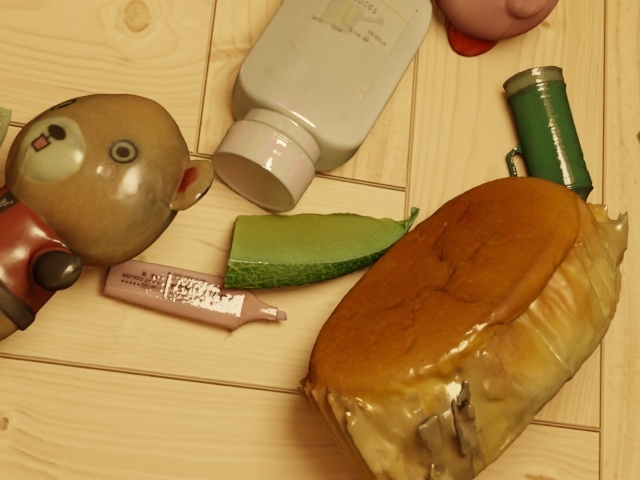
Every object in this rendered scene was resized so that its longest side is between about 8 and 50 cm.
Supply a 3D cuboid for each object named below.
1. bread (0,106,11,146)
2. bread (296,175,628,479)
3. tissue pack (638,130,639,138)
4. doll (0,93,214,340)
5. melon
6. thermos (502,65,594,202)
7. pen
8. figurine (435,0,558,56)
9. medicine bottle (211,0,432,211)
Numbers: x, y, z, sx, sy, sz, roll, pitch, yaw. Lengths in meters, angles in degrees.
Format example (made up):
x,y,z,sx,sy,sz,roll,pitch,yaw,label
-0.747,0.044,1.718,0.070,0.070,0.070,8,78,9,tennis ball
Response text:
x,y,z,sx,sy,sz,roll,pitch,yaw,label
-0.414,-0.099,1.123,0.193,0.036,0.112,11,93,-33,bread
0.145,0.086,1.154,0.388,0.236,0.183,-42,108,-34,bread
0.467,-0.086,1.333,0.082,0.120,0.169,-20,81,-21,tissue pack
-0.270,-0.017,1.095,0.330,0.174,0.235,-39,46,-16,doll
0.001,-0.001,1.225,0.261,0.053,0.114,-10,41,-27,melon
0.270,-0.106,1.312,0.083,0.073,0.188,-9,77,-18,thermos
-0.130,0.060,1.184,0.197,0.032,0.053,13,71,-9,pen
0.209,-0.321,1.307,0.173,0.173,0.173,4,74,-13,figurine
-0.002,-0.179,1.245,0.161,0.111,0.296,30,68,-2,medicine bottle
